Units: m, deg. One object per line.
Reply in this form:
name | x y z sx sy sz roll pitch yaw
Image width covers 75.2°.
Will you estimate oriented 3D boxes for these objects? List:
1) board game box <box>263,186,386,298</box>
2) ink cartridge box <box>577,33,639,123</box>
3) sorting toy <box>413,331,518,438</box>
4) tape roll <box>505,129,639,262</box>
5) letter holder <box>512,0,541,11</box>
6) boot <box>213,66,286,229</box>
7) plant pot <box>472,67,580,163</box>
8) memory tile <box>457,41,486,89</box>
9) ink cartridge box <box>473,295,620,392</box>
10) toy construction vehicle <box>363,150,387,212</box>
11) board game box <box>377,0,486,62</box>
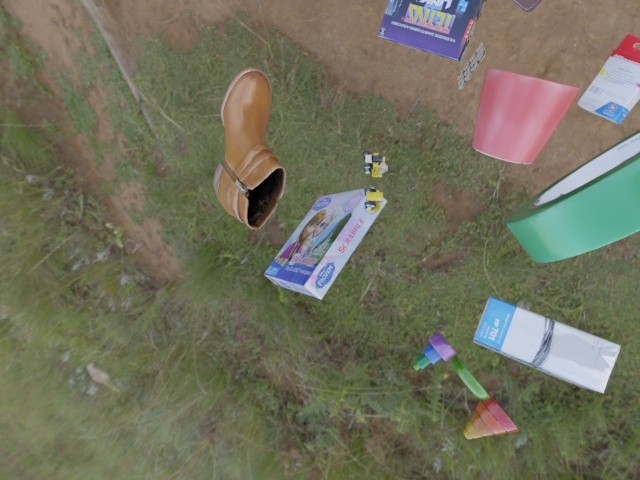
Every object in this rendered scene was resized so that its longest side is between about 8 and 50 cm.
board game box | 0.000 0.000 1.185 0.066 0.318 0.318 41 163 -21
ink cartridge box | 0.954 -0.506 1.310 0.134 0.078 0.231 47 122 35
sorting toy | 0.357 0.395 1.064 0.126 0.127 0.365 -40 108 5
tape roll | 0.438 -0.086 0.607 0.321 0.321 0.077 -40 83 40
letter holder | 0.628 -0.781 1.086 0.215 0.151 0.302 61 142 26
boot | -0.130 -0.176 0.794 0.220 0.109 0.284 43 113 52
plant pot | 0.611 -0.385 1.295 0.274 0.275 0.243 22 119 20
memory tile | 0.524 -0.609 1.449 0.012 0.113 0.148 21 138 -8
ink cartridge box | 0.364 0.172 0.698 0.190 0.139 0.082 22 83 24
toy construction vehicle | 0.081 -0.080 0.598 0.035 0.098 0.086 -2 81 8
board game box | 0.210 -0.432 0.778 0.170 0.048 0.141 26 114 18
